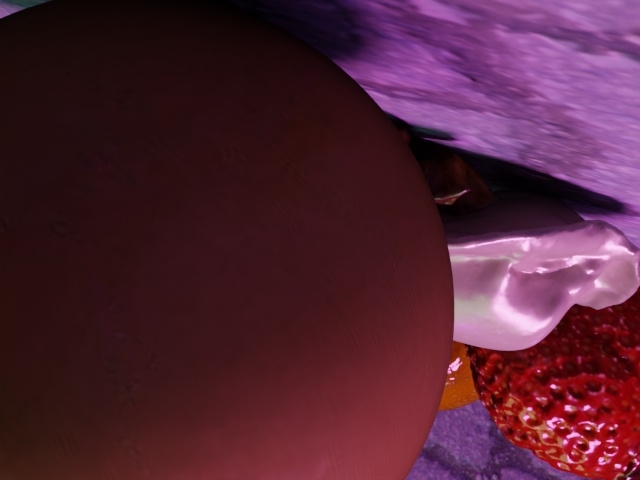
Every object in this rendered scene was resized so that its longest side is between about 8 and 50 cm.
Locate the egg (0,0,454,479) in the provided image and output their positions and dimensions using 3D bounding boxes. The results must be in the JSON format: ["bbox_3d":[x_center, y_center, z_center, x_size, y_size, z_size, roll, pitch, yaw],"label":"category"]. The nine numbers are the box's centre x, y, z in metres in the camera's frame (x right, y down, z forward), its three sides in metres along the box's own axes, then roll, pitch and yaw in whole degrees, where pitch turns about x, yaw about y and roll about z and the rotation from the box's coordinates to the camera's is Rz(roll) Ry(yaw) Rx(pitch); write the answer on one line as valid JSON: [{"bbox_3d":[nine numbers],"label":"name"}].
[{"bbox_3d":[-0.096,0.023,0.550,0.301,0.301,0.374,18,-174,-31],"label":"egg"}]

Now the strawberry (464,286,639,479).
[{"bbox_3d":[0.264,0.109,1.121,0.288,0.238,0.250,45,171,-2],"label":"strawberry"}]

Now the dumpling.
[{"bbox_3d":[0.138,0.014,0.828,0.252,0.131,0.179,13,168,-16],"label":"dumpling"}]

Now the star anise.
[{"bbox_3d":[0.052,-0.053,0.765,0.168,0.057,0.168,7,176,1],"label":"star anise"}]

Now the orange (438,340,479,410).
[{"bbox_3d":[0.179,0.128,1.618,0.274,0.274,0.274,17,178,1],"label":"orange"}]
